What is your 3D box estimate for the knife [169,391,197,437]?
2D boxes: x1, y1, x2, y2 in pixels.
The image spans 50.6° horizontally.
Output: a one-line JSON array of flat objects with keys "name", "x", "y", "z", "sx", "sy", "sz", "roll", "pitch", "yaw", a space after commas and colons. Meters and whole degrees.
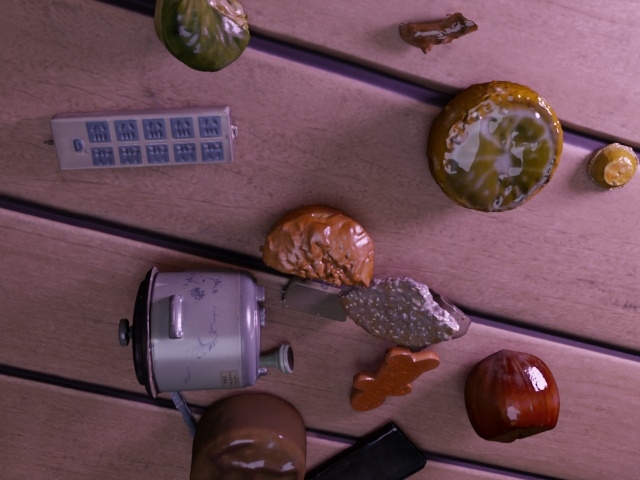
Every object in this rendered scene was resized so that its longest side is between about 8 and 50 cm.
[{"name": "knife", "x": -0.334, "y": 0.397, "z": 1.625, "sx": 0.028, "sy": 0.015, "sz": 0.210, "roll": -12, "pitch": 118, "yaw": 10}]

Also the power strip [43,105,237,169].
[{"name": "power strip", "x": -0.343, "y": -0.194, "z": 1.292, "sx": 0.367, "sy": 0.043, "sz": 0.106, "roll": -3, "pitch": 118, "yaw": -1}]

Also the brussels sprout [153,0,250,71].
[{"name": "brussels sprout", "x": -0.210, "y": -0.373, "z": 1.153, "sx": 0.145, "sy": 0.131, "sz": 0.183, "roll": -41, "pitch": 117, "yaw": 12}]

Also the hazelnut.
[{"name": "hazelnut", "x": 0.439, "y": 0.358, "z": 1.565, "sx": 0.212, "sy": 0.180, "sz": 0.181, "roll": -11, "pitch": 147, "yaw": 4}]

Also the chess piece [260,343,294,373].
[{"name": "chess piece", "x": -0.117, "y": 0.275, "z": 1.545, "sx": 0.103, "sy": 0.067, "sz": 0.067, "roll": -8, "pitch": 118, "yaw": 11}]

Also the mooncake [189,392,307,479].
[{"name": "mooncake", "x": -0.169, "y": 0.517, "z": 1.616, "sx": 0.284, "sy": 0.155, "sz": 0.284, "roll": -3, "pitch": 120, "yaw": -5}]

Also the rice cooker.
[{"name": "rice cooker", "x": -0.258, "y": 0.183, "z": 1.379, "sx": 0.317, "sy": 0.264, "sz": 0.316, "roll": -4, "pitch": 161, "yaw": -1}]

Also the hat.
[{"name": "hat", "x": 0.252, "y": 0.207, "z": 1.510, "sx": 0.175, "sy": 0.085, "sz": 0.147, "roll": -42, "pitch": 113, "yaw": 17}]

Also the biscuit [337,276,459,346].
[{"name": "biscuit", "x": 0.166, "y": 0.146, "z": 1.442, "sx": 0.265, "sy": 0.040, "sz": 0.188, "roll": 20, "pitch": 127, "yaw": 5}]

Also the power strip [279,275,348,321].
[{"name": "power strip", "x": -0.010, "y": 0.128, "z": 1.488, "sx": 0.169, "sy": 0.028, "sz": 0.076, "roll": 17, "pitch": 116, "yaw": -13}]

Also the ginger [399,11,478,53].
[{"name": "ginger", "x": 0.213, "y": -0.377, "z": 1.223, "sx": 0.137, "sy": 0.044, "sz": 0.057, "roll": -10, "pitch": 148, "yaw": 9}]

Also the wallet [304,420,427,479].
[{"name": "wallet", "x": 0.106, "y": 0.590, "z": 1.731, "sx": 0.318, "sy": 0.045, "sz": 0.172, "roll": -36, "pitch": 111, "yaw": 16}]

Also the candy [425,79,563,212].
[{"name": "candy", "x": 0.333, "y": -0.178, "z": 1.297, "sx": 0.260, "sy": 0.118, "sz": 0.259, "roll": -4, "pitch": 118, "yaw": -7}]

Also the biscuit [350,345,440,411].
[{"name": "biscuit", "x": 0.153, "y": 0.322, "z": 1.574, "sx": 0.165, "sy": 0.036, "sz": 0.250, "roll": 16, "pitch": 131, "yaw": -28}]

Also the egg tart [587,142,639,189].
[{"name": "egg tart", "x": 0.594, "y": -0.144, "z": 1.365, "sx": 0.105, "sy": 0.039, "sz": 0.105, "roll": 0, "pitch": 119, "yaw": -1}]

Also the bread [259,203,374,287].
[{"name": "bread", "x": 0.000, "y": 0.000, "z": 1.367, "sx": 0.229, "sy": 0.143, "sz": 0.139, "roll": 11, "pitch": 106, "yaw": -12}]
